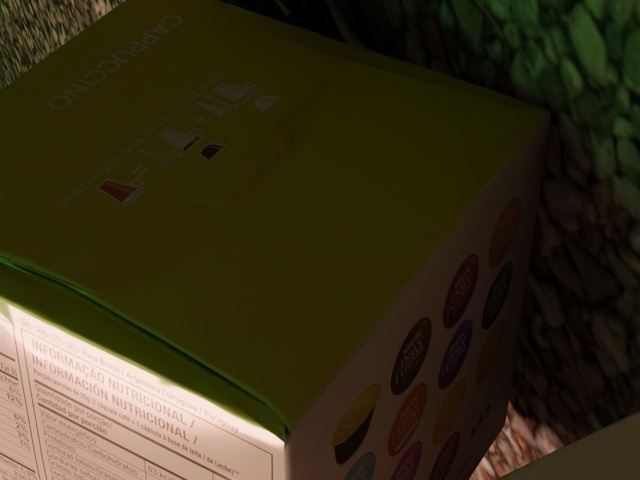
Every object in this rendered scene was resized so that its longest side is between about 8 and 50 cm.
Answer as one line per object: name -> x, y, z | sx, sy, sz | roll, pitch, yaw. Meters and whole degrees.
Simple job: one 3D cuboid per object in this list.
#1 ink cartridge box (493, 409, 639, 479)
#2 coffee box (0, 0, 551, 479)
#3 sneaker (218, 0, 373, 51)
ink cartridge box -> 0.126, 0.233, 0.672 | 0.160, 0.385, 0.279 | 58, 158, 29
coffee box -> -0.073, 0.066, 0.913 | 0.338, 0.337, 0.334 | 23, 136, 22
sneaker -> 0.020, -0.125, 1.061 | 0.271, 0.100, 0.108 | 59, -166, 6
